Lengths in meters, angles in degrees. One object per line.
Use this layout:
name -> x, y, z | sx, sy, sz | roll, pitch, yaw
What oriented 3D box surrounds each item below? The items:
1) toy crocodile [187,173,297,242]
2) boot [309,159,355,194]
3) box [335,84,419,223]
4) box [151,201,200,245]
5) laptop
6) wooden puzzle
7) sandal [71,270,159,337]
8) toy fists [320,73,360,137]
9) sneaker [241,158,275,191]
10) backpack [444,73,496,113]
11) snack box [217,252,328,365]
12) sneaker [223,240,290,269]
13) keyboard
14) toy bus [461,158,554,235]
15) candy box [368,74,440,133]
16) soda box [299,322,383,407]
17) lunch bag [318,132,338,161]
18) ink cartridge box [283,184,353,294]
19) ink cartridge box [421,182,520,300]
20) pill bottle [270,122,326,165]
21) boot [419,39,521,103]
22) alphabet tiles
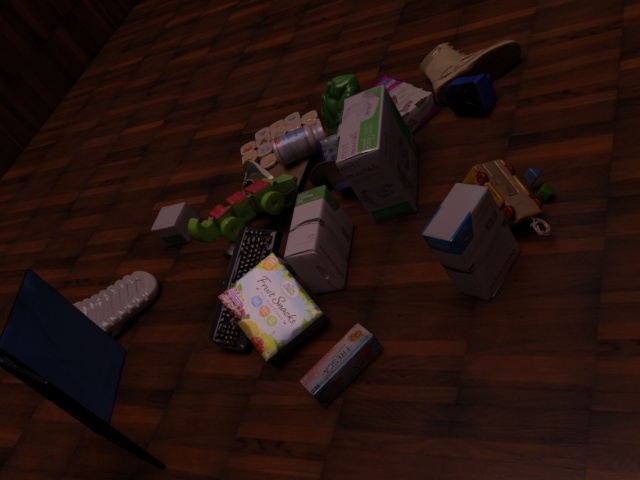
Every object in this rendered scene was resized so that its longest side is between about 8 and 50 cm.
toy crocodile -> -0.210, -0.094, 1.920 | 0.341, 0.105, 0.115 | -34, 30, -19
boot -> 0.039, -0.166, 1.926 | 0.219, 0.082, 0.106 | -27, 57, 51
box -> 0.149, -0.221, 1.785 | 0.127, 0.231, 0.262 | -16, 42, 25
box -> -0.452, -0.051, 2.180 | 0.101, 0.087, 0.102 | -9, 45, 30
laptop -> -0.542, 0.296, 1.654 | 0.408, 0.382, 0.236 | 8, 56, 42
wooden puzzle -> -0.146, -0.159, 2.102 | 0.221, 0.044, 0.238 | -7, 42, 32
sandal -> -0.651, 0.243, 2.032 | 0.416, 0.102, 0.169 | -29, 52, -11
toy fists -> 0.056, -0.385, 1.999 | 0.096, 0.279, 0.142 | -3, 85, -7
sneaker -> -0.204, -0.182, 2.079 | 0.086, 0.064, 0.192 | -36, 37, -13
backpack -> 0.404, -0.396, 1.884 | 0.120, 0.098, 0.101 | 0, 29, 48
snack box -> -0.113, 0.161, 1.655 | 0.174, 0.070, 0.207 | -39, 67, -4
sneaker -> -0.173, 0.053, 1.878 | 0.258, 0.094, 0.091 | 23, 84, 53
keyboard -> -0.157, 0.123, 1.739 | 0.202, 0.033, 0.317 | 8, 75, 20
toy bus -> 0.404, -0.082, 1.548 | 0.191, 0.104, 0.202 | 23, 49, -2
candy box -> 0.212, -0.385, 2.034 | 0.159, 0.071, 0.233 | -41, 38, -7
soda box -> 0.046, 0.268, 1.500 | 0.183, 0.058, 0.063 | -44, 39, -8
lunch bag -> 0.087, -0.273, 1.998 | 0.129, 0.096, 0.151 | -7, 17, 31
ink cartridge box -> 0.000, 0.000, 1.727 | 0.093, 0.160, 0.219 | -15, 42, 27
ink cartridge box -> 0.317, 0.004, 1.449 | 0.086, 0.203, 0.148 | 14, 60, 47
pill bottle -> -0.061, -0.291, 2.084 | 0.160, 0.087, 0.087 | -23, 39, 4
boot -> 0.423, -0.518, 1.997 | 0.262, 0.095, 0.203 | -32, 37, 12
alphabet tiles -> -0.129, -0.330, 2.249 | 0.284, 0.021, 0.278 | -26, 34, 7
